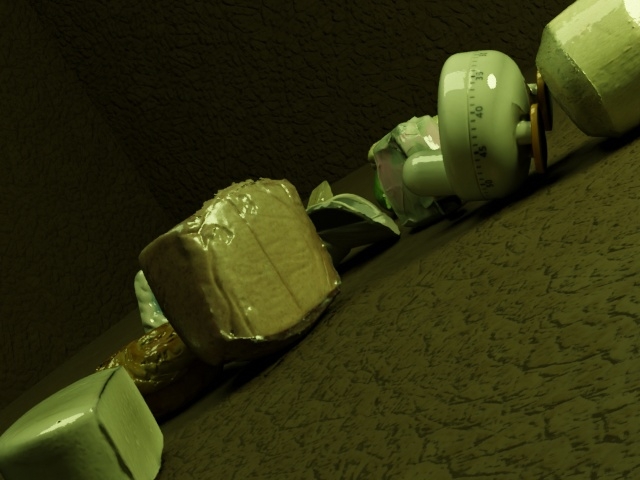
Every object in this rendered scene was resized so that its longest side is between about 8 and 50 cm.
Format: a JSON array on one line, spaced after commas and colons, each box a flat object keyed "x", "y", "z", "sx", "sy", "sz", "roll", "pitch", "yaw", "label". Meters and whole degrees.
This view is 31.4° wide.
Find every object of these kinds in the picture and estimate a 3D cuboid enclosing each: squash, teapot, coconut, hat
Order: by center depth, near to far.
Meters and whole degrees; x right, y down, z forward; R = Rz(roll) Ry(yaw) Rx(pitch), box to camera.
[{"x": 0.439, "y": -0.264, "z": 1.627, "sx": 0.234, "sy": 0.224, "sz": 0.224, "roll": -31, "pitch": 6, "yaw": 4, "label": "coconut"}, {"x": 0.165, "y": -0.119, "z": 1.964, "sx": 0.163, "sy": 0.178, "sz": 0.221, "roll": -30, "pitch": 7, "yaw": 28, "label": "teapot"}, {"x": 0.008, "y": -0.004, "z": 2.068, "sx": 0.275, "sy": 0.161, "sz": 0.232, "roll": -7, "pitch": 8, "yaw": 9, "label": "hat"}, {"x": 0.167, "y": -0.128, "z": 2.413, "sx": 0.107, "sy": 0.107, "sz": 0.395, "roll": -31, "pitch": 7, "yaw": 15, "label": "squash"}]

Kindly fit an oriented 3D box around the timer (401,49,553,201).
[{"x": 0.227, "y": -0.170, "z": 1.744, "sx": 0.240, "sy": 0.233, "sz": 0.233, "roll": -4, "pitch": 16, "yaw": 20, "label": "timer"}]

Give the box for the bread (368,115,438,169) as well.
[{"x": 0.250, "y": -0.231, "z": 2.616, "sx": 0.316, "sy": 0.054, "sz": 0.316, "roll": -15, "pitch": -9, "yaw": -2, "label": "bread"}]

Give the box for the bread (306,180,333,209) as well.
[{"x": -0.021, "y": -0.067, "z": 2.906, "sx": 0.152, "sy": 0.105, "sz": 0.077, "roll": -35, "pitch": 0, "yaw": -34, "label": "bread"}]

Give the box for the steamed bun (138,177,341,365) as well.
[{"x": -0.133, "y": 0.058, "z": 1.698, "sx": 0.199, "sy": 0.251, "sz": 0.301, "roll": -26, "pitch": 0, "yaw": 41, "label": "steamed bun"}]

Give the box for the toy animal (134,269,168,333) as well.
[{"x": -0.258, "y": 0.118, "z": 2.207, "sx": 0.156, "sy": 0.204, "sz": 0.208, "roll": -17, "pitch": -10, "yaw": 8, "label": "toy animal"}]

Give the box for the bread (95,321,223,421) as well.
[{"x": -0.256, "y": 0.204, "z": 1.786, "sx": 0.236, "sy": 0.120, "sz": 0.198, "roll": -27, "pitch": 9, "yaw": 41, "label": "bread"}]

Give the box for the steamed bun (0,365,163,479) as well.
[{"x": -0.295, "y": 0.259, "z": 1.380, "sx": 0.164, "sy": 0.146, "sz": 0.241, "roll": -29, "pitch": 7, "yaw": 1, "label": "steamed bun"}]
